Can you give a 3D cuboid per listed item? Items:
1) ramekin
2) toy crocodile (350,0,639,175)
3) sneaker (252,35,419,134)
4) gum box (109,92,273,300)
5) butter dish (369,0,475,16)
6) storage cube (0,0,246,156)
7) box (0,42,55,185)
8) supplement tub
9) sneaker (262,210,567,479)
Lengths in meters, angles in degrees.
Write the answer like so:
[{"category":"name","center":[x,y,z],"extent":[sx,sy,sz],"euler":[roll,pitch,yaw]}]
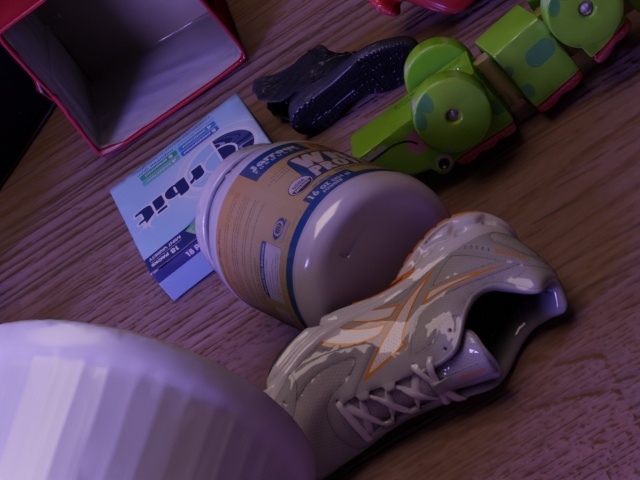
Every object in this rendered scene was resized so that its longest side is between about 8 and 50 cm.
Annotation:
[{"category":"ramekin","center":[-0.151,0.186,1.373],"extent":[0.277,0.277,0.135],"euler":[-12,48,37]},{"category":"toy crocodile","center":[0.165,-0.146,1.642],"extent":[0.340,0.105,0.115],"euler":[-38,20,8]},{"category":"sneaker","center":[0.015,-0.158,1.847],"extent":[0.170,0.051,0.089],"euler":[-32,36,17]},{"category":"gum box","center":[-0.106,-0.044,1.835],"extent":[0.157,0.041,0.184],"euler":[-37,30,1]},{"category":"butter dish","center":[0.087,-0.263,1.846],"extent":[0.118,0.160,0.160],"euler":[-55,27,19]},{"category":"storage cube","center":[-0.212,-0.240,2.064],"extent":[0.215,0.183,0.193],"euler":[-35,30,7]},{"category":"box","center":[-0.521,-0.210,2.189],"extent":[0.312,0.343,0.179],"euler":[-5,46,42]},{"category":"supplement tub","center":[0.000,0.000,1.567],"extent":[0.144,0.144,0.199],"euler":[-47,32,-13]},{"category":"sneaker","center":[0.066,0.089,1.437],"extent":[0.262,0.099,0.121],"euler":[-44,36,-7]}]
